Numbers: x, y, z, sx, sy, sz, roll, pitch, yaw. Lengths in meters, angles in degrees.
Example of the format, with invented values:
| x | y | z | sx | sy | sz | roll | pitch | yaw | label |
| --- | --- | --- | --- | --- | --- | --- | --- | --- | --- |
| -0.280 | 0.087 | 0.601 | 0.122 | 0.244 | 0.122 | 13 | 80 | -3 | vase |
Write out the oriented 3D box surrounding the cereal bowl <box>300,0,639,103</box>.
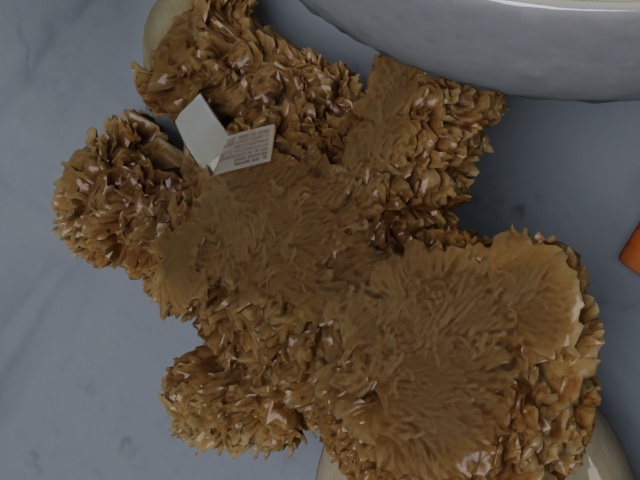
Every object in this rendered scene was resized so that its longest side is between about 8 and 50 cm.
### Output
| x | y | z | sx | sy | sz | roll | pitch | yaw | label |
| --- | --- | --- | --- | --- | --- | --- | --- | --- | --- |
| 0.102 | -0.195 | 0.500 | 0.338 | 0.141 | 0.339 | -2 | 67 | 5 | cereal bowl |

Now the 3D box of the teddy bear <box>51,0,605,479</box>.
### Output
| x | y | z | sx | sy | sz | roll | pitch | yaw | label |
| --- | --- | --- | --- | --- | --- | --- | --- | --- | --- |
| 0.000 | 0.000 | 0.595 | 0.338 | 0.113 | 0.245 | 18 | 87 | 40 | teddy bear |

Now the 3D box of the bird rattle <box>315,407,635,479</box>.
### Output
| x | y | z | sx | sy | sz | roll | pitch | yaw | label |
| --- | --- | --- | --- | --- | --- | --- | --- | --- | --- |
| 0.076 | 0.157 | 0.627 | 0.253 | 0.143 | 0.207 | -26 | 75 | 36 | bird rattle |

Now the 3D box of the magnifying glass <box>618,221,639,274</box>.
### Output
| x | y | z | sx | sy | sz | roll | pitch | yaw | label |
| --- | --- | --- | --- | --- | --- | --- | --- | --- | --- |
| 0.203 | -0.082 | 0.571 | 0.092 | 0.026 | 0.231 | 33 | 108 | 15 | magnifying glass |
